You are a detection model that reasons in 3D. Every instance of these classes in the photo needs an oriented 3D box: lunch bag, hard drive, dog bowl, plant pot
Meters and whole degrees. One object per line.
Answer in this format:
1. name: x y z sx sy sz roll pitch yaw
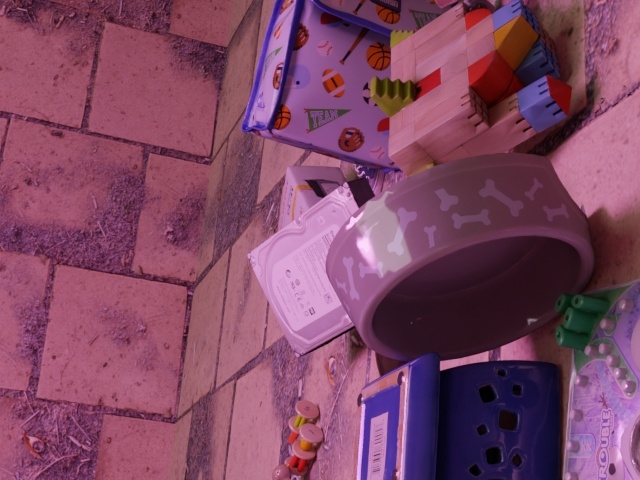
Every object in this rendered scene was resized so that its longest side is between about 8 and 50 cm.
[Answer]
1. lunch bag: 0.065 -0.348 1.962 0.239 0.327 0.385 -167 92 -70
2. hard drive: 0.016 0.058 1.979 0.339 0.064 0.237 -33 80 45
3. dog bowl: 0.185 0.038 1.332 0.349 0.348 0.102 121 141 -46
4. plant pot: 0.169 0.281 1.398 0.236 0.212 0.236 139 140 -61

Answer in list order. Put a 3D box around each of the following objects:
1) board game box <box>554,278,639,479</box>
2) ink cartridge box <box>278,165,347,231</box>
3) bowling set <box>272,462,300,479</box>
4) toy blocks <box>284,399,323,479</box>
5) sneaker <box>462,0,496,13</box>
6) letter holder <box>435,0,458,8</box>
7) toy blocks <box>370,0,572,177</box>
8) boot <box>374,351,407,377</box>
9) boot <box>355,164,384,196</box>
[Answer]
1. board game box: 0.356 0.217 1.123 0.390 0.050 0.390 151 129 -67
2. ink cartridge box: 0.000 0.000 2.218 0.306 0.131 0.226 -117 32 -62
3. bowling set: -0.155 0.594 2.183 0.154 0.200 0.287 49 127 36
4. toy blocks: -0.046 0.434 2.238 0.123 0.054 0.148 -103 30 -53
5. sneaker: 0.240 -0.295 1.809 0.115 0.090 0.232 158 132 -77
6. letter holder: 0.200 -0.543 1.704 0.302 0.152 0.214 66 171 -9
7. toy blocks: 0.235 -0.245 1.568 0.261 0.191 0.381 -30 34 28
8. boot: 0.150 0.173 1.742 0.106 0.082 0.219 23 117 60
9. boot: 0.088 -0.160 2.164 0.069 0.086 0.190 -147 71 -72
